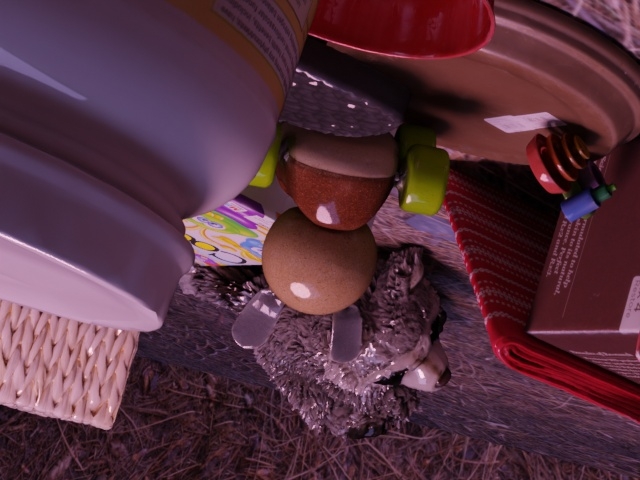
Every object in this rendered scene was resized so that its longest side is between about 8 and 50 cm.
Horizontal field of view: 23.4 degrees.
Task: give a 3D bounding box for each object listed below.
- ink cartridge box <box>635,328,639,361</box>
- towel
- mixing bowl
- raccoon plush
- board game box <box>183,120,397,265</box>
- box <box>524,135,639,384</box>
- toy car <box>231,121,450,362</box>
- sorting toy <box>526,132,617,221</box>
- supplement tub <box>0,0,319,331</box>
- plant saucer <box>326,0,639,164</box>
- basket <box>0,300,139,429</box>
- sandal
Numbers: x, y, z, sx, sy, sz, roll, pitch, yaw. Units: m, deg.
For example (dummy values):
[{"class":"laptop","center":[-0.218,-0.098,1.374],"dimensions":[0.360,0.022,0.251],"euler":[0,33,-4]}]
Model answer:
[{"class":"ink cartridge box","center":[0.247,-0.044,0.717],"dimensions":[0.117,0.283,0.207],"euler":[8,164,27]},{"class":"towel","center":[0.200,0.046,1.355],"dimensions":[0.198,0.031,0.275],"euler":[25,-153,-24]},{"class":"mixing bowl","center":[0.024,-0.183,0.857],"dimensions":[0.181,0.098,0.181],"euler":[18,167,4]},{"class":"raccoon plush","center":[-0.036,0.086,1.895],"dimensions":[0.446,0.216,0.299],"euler":[15,159,18]},{"class":"board game box","center":[-0.074,-0.069,1.378],"dimensions":[0.142,0.144,0.275],"euler":[26,164,-30]},{"class":"box","center":[0.305,0.031,1.206],"dimensions":[0.203,0.169,0.167],"euler":[24,167,-23]},{"class":"toy car","center":[0.000,0.000,1.185],"dimensions":[0.155,0.188,0.149],"euler":[10,-165,-6]},{"class":"sorting toy","center":[0.193,-0.049,1.142],"dimensions":[0.042,0.061,0.102],"euler":[-29,152,25]},{"class":"supplement tub","center":[-0.107,-0.152,0.642],"dimensions":[0.241,0.331,0.241],"euler":[17,167,4]},{"class":"plant saucer","center":[0.110,-0.119,1.148],"dimensions":[0.277,0.041,0.278],"euler":[17,167,4]},{"class":"basket","center":[-0.392,0.042,1.916],"dimensions":[0.266,0.331,0.328],"euler":[20,169,-35]},{"class":"sandal","center":[-0.099,-0.177,1.105],"dimensions":[0.167,0.107,0.445],"euler":[29,176,-43]}]
